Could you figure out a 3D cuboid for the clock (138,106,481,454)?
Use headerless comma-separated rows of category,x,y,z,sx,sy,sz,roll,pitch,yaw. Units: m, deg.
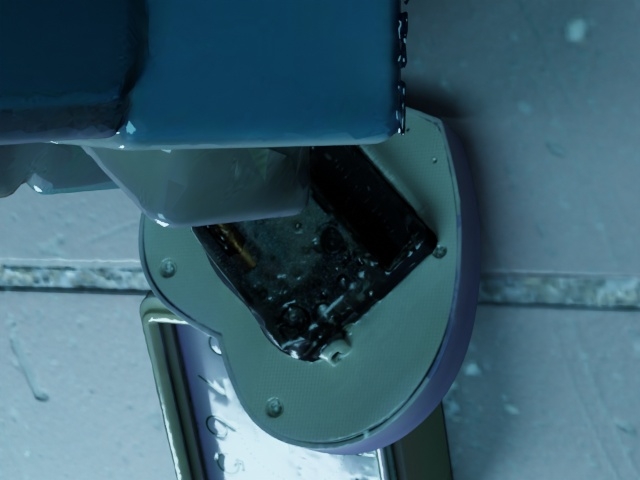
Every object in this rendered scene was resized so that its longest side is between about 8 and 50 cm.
clock,0.000,0.000,0.993,0.172,0.064,0.198,-44,64,10

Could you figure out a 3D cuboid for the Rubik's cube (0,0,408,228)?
Rubik's cube,-0.126,-0.172,0.809,0.368,0.358,0.387,8,99,45

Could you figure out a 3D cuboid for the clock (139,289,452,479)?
clock,-0.009,0.100,1.104,0.147,0.071,0.192,5,119,25
